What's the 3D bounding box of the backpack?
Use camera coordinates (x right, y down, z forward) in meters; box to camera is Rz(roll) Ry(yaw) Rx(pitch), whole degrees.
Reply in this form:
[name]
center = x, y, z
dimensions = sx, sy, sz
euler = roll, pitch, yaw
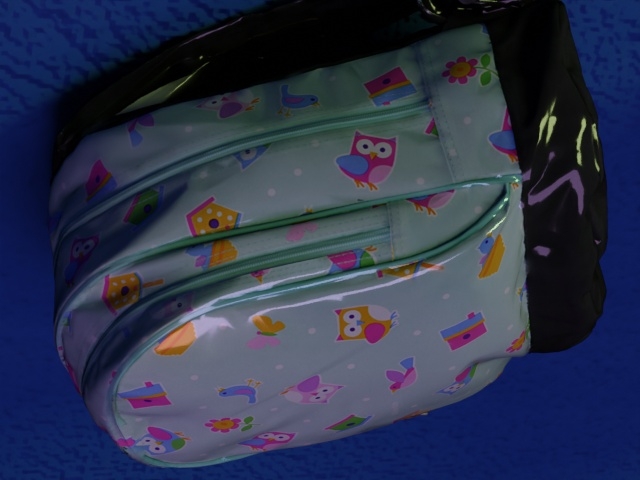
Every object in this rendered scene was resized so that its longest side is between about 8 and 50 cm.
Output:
[backpack]
center = 0.000, 0.000, 0.641
dimensions = 0.182, 0.115, 0.152
euler = -13, 141, -1
